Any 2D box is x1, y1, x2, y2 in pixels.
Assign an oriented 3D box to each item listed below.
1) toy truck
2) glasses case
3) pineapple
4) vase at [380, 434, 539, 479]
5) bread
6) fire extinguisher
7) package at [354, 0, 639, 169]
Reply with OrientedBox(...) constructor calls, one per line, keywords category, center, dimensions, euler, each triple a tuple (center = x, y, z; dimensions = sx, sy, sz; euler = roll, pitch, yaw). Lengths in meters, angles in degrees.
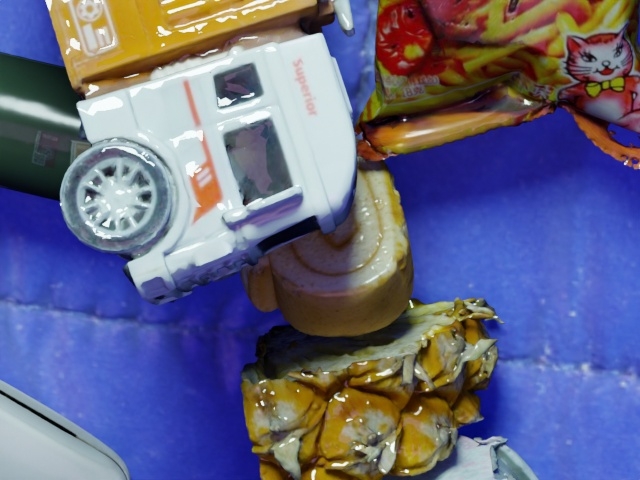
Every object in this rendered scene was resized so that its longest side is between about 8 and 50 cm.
OrientedBox(category="toy truck", center=(-0.091, -0.165, 1.137), dimensions=(0.207, 0.173, 0.387), euler=(-17, 87, 1))
OrientedBox(category="glasses case", center=(-0.255, 0.156, 1.375), dimensions=(0.233, 0.059, 0.092), euler=(29, 111, -5))
OrientedBox(category="pineapple", center=(0.024, 0.108, 1.281), dimensions=(0.186, 0.236, 0.114), euler=(10, 114, 44))
OrientedBox(category="vase", center=(0.106, 0.372, 1.326), dimensions=(0.250, 0.250, 0.445), euler=(-16, 111, 12))
OrientedBox(category="bread", center=(0.000, 0.000, 1.249), dimensions=(0.122, 0.149, 0.073), euler=(-13, 144, 2))
OrientedBox(category="fire extinguisher", center=(-0.194, -0.084, 1.266), dimensions=(0.311, 0.095, 0.114), euler=(15, 113, 1))
OrientedBox(category="package", center=(0.116, -0.191, 1.193), dimensions=(0.223, 0.108, 0.288), euler=(1, 102, 12))
